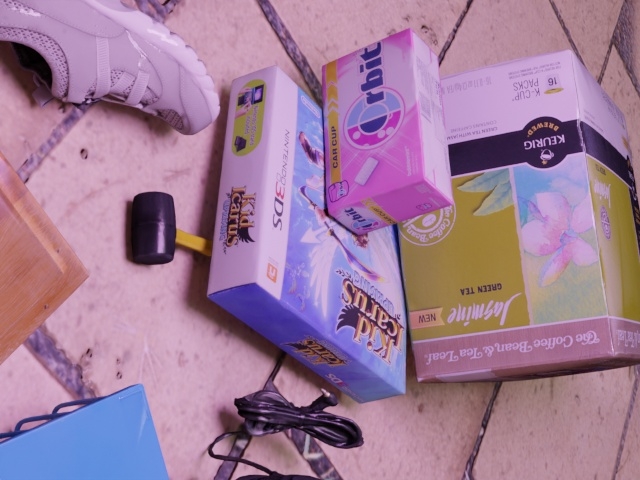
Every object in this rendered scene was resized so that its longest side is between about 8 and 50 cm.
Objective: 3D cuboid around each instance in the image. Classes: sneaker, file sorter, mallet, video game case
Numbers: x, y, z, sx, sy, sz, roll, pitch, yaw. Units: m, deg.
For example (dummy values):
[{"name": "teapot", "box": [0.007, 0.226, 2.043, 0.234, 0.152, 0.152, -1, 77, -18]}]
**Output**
[{"name": "sneaker", "box": [-0.197, -0.155, 1.014, 0.115, 0.105, 0.281, -57, 138, -3]}, {"name": "file sorter", "box": [-0.202, 0.187, 0.861, 0.170, 0.104, 0.118, -19, 96, -54]}, {"name": "mallet", "box": [-0.106, 0.015, 1.115, 0.190, 0.039, 0.062, 33, 53, -50]}, {"name": "video game case", "box": [0.000, 0.000, 1.210, 0.269, 0.061, 0.244, 40, 45, -45]}]

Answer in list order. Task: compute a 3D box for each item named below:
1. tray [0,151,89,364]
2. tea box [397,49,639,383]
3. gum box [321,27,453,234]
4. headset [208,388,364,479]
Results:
[{"name": "tray", "box": [-0.327, 0.080, 0.635, 0.411, 0.076, 0.203, -50, 125, -30]}, {"name": "tea box", "box": [0.240, -0.006, 1.385, 0.329, 0.220, 0.323, 16, 65, -65]}, {"name": "gum box", "box": [0.064, -0.112, 1.203, 0.062, 0.107, 0.188, 36, 44, -49]}, {"name": "headset", "box": [-0.022, 0.279, 0.970, 0.185, 0.243, 0.394, 17, 37, -24]}]
